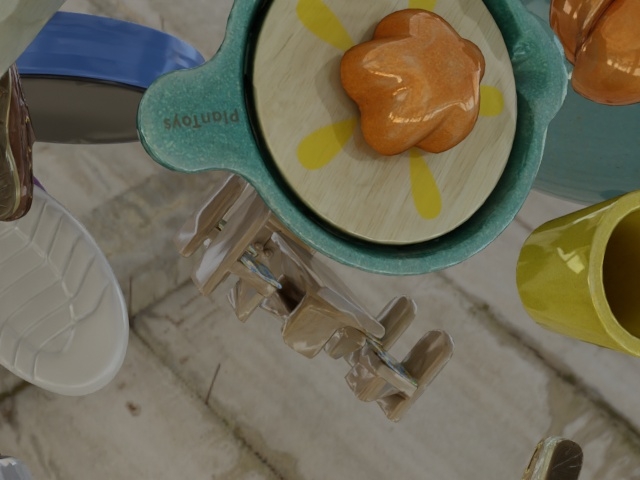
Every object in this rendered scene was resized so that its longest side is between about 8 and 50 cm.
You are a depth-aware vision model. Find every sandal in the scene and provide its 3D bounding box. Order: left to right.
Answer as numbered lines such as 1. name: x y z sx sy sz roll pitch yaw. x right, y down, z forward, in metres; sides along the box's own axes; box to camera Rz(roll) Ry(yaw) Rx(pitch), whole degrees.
1. sandal: -0.345 -0.013 1.019 0.416 0.169 0.102 43 -166 9

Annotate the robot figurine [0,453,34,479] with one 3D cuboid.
1. robot figurine: -0.407 0.378 1.166 0.209 0.174 0.278 -22 -120 -27

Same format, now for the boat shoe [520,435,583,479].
1. boat shoe: 0.212 0.253 0.932 0.050 0.045 0.135 27 -94 -17

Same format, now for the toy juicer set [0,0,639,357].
1. toy juicer set: 0.032 -0.090 0.358 0.329 0.089 0.209 18 -101 -24

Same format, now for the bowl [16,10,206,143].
1. bowl: -0.347 -0.203 1.288 0.391 0.391 0.077 1 -98 -10

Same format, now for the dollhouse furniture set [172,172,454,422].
1. dollhouse furniture set: 0.000 0.000 1.403 0.362 0.256 0.394 37 -176 -27

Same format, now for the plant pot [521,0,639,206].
1. plant pot: 0.194 -0.146 0.676 0.255 0.272 0.272 3 -137 31

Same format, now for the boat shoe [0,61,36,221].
1. boat shoe: -0.300 -0.104 0.894 0.064 0.060 0.178 -7 -93 13
